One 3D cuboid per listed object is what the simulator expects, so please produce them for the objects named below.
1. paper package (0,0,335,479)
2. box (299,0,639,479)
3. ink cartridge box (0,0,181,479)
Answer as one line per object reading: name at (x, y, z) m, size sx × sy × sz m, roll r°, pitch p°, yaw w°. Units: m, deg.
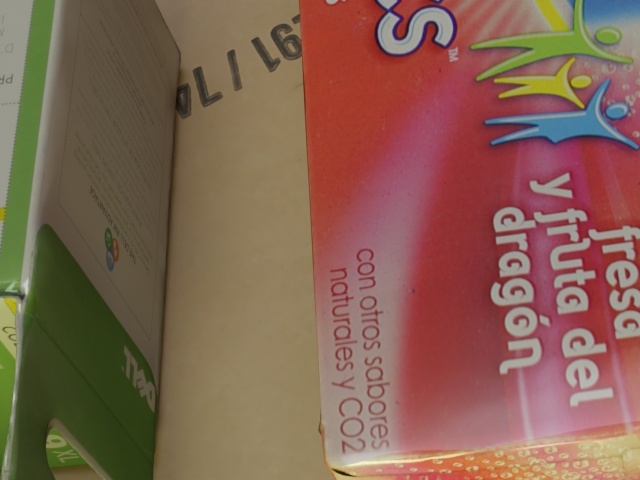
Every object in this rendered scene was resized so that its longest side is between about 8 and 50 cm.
paper package at (0.000, 0.000, 0.669) m, size 0.325 × 0.168 × 0.309 m, roll -32°, pitch 56°, yaw -7°
box at (0.074, -0.050, 0.494) m, size 0.142 × 0.154 × 0.300 m, roll -8°, pitch 57°, yaw 7°
ink cartridge box at (-0.089, 0.001, 0.527) m, size 0.062 × 0.109 × 0.209 m, roll -6°, pitch 59°, yaw 11°
